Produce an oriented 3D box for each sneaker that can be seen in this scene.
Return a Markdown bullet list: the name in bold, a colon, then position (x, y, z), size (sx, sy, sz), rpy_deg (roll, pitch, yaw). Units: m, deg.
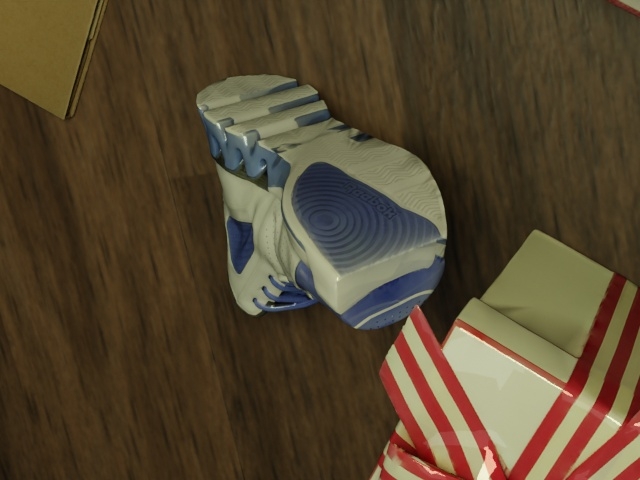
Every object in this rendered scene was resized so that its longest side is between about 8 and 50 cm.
- **sneaker**: position (-0.001, -0.001, 1.034), size (0.315, 0.128, 0.182), rpy_deg (-131, 30, -50)

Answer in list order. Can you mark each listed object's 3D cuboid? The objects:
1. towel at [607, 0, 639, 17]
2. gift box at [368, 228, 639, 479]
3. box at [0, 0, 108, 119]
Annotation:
- **towel**: position (0.171, -0.242, 0.749), size (0.237, 0.329, 0.037), rpy_deg (33, 81, 17)
- **gift box**: position (0.180, 0.147, 0.970), size (0.255, 0.258, 0.276), rpy_deg (26, 119, 13)
- **box**: position (-0.299, -0.230, 1.184), size (0.201, 0.021, 0.164), rpy_deg (29, 119, 12)
